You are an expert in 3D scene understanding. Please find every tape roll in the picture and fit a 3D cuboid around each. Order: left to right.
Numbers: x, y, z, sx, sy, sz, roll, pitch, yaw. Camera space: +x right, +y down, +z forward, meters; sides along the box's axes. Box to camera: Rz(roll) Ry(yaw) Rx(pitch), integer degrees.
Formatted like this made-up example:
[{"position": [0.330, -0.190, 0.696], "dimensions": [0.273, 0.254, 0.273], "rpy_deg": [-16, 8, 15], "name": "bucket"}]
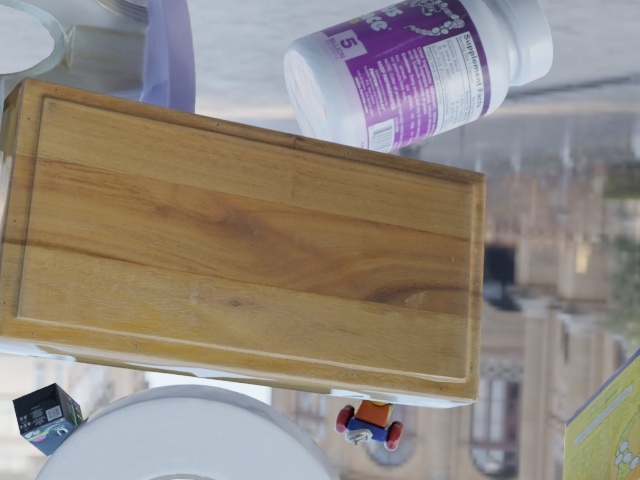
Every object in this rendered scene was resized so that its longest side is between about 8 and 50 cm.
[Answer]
[{"position": [-0.152, 0.359, 1.590], "dimensions": [0.392, 0.392, 0.072], "rpy_deg": [2, -172, 1], "name": "tape roll"}]

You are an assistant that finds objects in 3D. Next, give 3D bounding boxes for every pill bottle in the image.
[{"position": [0.122, -0.210, 1.694], "dimensions": [0.302, 0.169, 0.169], "rpy_deg": [-21, -171, -14], "name": "pill bottle"}]

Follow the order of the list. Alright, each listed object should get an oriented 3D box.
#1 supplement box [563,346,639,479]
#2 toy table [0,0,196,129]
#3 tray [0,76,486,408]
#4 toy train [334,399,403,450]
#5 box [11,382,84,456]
[{"position": [0.495, 0.352, 2.072], "dimensions": [0.194, 0.195, 0.356], "rpy_deg": [37, -155, -6], "name": "supplement box"}, {"position": [-0.224, -0.177, 1.303], "dimensions": [0.161, 0.252, 0.274], "rpy_deg": [4, -140, -24], "name": "toy table"}, {"position": [-0.058, 0.012, 1.138], "dimensions": [0.411, 0.202, 0.076], "rpy_deg": [10, 165, -25], "name": "tray"}, {"position": [0.090, 0.249, 2.200], "dimensions": [0.105, 0.143, 0.248], "rpy_deg": [18, 178, 6], "name": "toy train"}, {"position": [-0.336, 0.223, 1.737], "dimensions": [0.062, 0.052, 0.083], "rpy_deg": [-22, 150, 2], "name": "box"}]
